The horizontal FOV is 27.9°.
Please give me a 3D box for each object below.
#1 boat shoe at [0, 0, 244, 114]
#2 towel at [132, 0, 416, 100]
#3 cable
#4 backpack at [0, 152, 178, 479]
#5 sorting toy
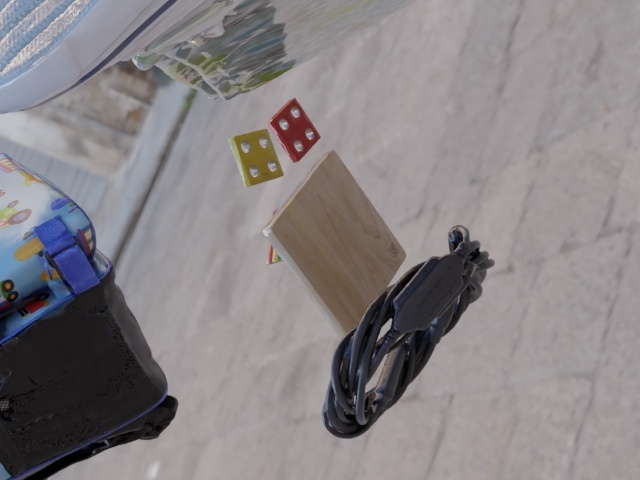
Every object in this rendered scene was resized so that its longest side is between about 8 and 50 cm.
[{"bbox_3d":[-0.064,-0.108,0.528,0.226,0.076,0.083,-26,58,35],"label":"boat shoe"},{"bbox_3d":[0.048,-0.206,0.753,0.374,0.090,0.320,-28,0,5],"label":"towel"},{"bbox_3d":[0.063,0.073,0.984,0.184,0.047,0.150,-52,-15,-7],"label":"cable"},{"bbox_3d":[-0.177,0.056,0.583,0.173,0.117,0.158,-30,29,-16],"label":"backpack"},{"bbox_3d":[0.000,0.000,1.203,0.046,0.274,0.132,-19,25,41],"label":"sorting toy"}]
